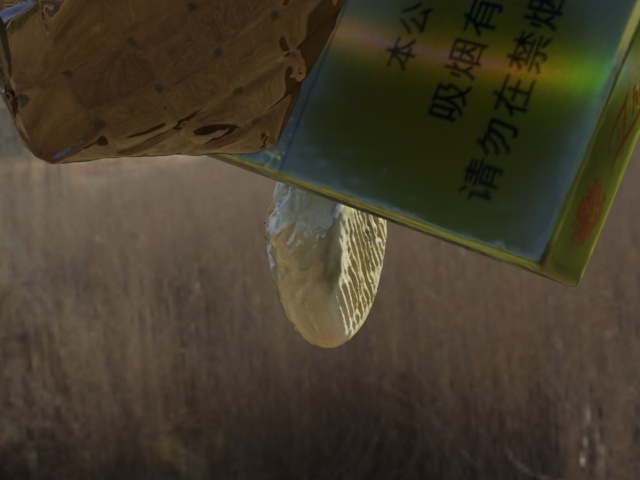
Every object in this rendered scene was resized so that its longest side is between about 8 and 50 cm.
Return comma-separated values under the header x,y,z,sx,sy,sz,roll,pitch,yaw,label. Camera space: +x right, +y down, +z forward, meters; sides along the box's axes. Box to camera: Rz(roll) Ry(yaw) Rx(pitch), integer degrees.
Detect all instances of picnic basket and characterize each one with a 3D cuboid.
x,y,z,sx,sy,sz,roll,pitch,yaw,label
-0.066,-0.124,0.390,0.128,0.138,0.178,0,43,-36,picnic basket

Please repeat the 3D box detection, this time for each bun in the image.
x,y,z,sx,sy,sz,roll,pitch,yaw,label
0.000,0.000,1.477,0.116,0.237,0.210,1,-31,18,bun

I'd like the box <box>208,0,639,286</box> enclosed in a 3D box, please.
x,y,z,sx,sy,sz,roll,pitch,yaw,label
-0.010,-0.111,0.516,0.311,0.173,0.043,22,0,33,box
